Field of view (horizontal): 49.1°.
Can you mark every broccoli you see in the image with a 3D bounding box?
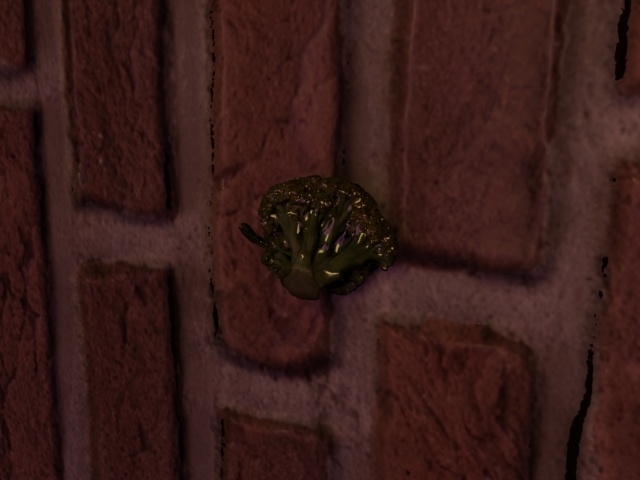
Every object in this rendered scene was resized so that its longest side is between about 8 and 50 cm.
[{"bbox_3d":[0.000,0.000,0.641,0.130,0.120,0.131,-30,118,37],"label":"broccoli"}]
